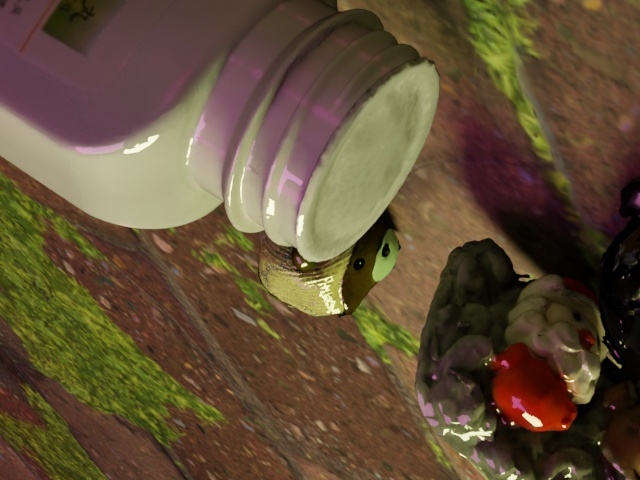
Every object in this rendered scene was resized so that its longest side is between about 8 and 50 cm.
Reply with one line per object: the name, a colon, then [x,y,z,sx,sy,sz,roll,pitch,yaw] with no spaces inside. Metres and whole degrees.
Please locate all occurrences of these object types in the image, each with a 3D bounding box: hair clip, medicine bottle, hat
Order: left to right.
medicine bottle: [-0.102,-0.116,0.871,0.324,0.179,0.124,31,155,21]
hat: [0.001,0.000,1.058,0.076,0.077,0.059,27,154,34]
hair clip: [0.175,0.132,0.974,0.091,0.138,0.321,-22,122,37]

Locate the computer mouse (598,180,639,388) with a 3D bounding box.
computer mouse: [0.199,0.041,0.816,0.146,0.077,0.241,45,158,-15]
